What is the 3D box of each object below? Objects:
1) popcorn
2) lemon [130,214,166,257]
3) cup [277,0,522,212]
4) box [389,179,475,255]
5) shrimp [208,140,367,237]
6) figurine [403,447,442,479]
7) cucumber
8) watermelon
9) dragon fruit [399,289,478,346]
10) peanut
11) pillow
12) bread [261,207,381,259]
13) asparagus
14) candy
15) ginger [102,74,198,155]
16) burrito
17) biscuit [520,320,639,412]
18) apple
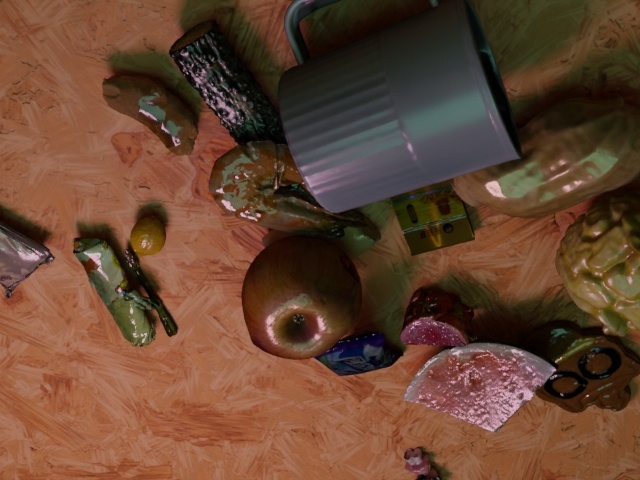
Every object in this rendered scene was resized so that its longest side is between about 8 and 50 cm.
[{"bbox_3d":[0.552,0.041,1.677,0.293,0.293,0.237,17,119,-11],"label":"popcorn"},{"bbox_3d":[-0.314,-0.005,1.777,0.065,0.065,0.092,18,120,-11],"label":"lemon"},{"bbox_3d":[0.104,-0.223,1.482,0.311,0.256,0.331,-19,125,17],"label":"cup"},{"bbox_3d":[0.191,-0.066,1.736,0.122,0.030,0.193,-15,124,13],"label":"box"},{"bbox_3d":[-0.042,-0.076,1.623,0.294,0.062,0.154,19,117,-28],"label":"shrimp"},{"bbox_3d":[0.221,0.516,2.153,0.072,0.054,0.129,-20,122,21],"label":"figurine"},{"bbox_3d":[-0.114,-0.193,1.611,0.096,0.096,0.359,-24,122,19],"label":"cucumber"},{"bbox_3d":[0.314,0.276,1.902,0.260,0.176,0.256,23,150,21],"label":"watermelon"},{"bbox_3d":[0.220,0.138,1.848,0.147,0.102,0.096,-5,121,9],"label":"dragon fruit"},{"bbox_3d":[0.385,-0.128,1.605,0.340,0.158,0.174,-27,142,25],"label":"peanut"},{"bbox_3d":[-0.631,-0.003,1.795,0.255,0.059,0.169,35,121,-24],"label":"pillow"},{"bbox_3d":[0.000,0.000,1.772,0.178,0.060,0.139,-34,118,24],"label":"bread"},{"bbox_3d":[-0.328,0.100,1.883,0.023,0.022,0.232,22,145,44],"label":"asparagus"},{"bbox_3d":[0.071,0.214,1.855,0.145,0.070,0.275,-16,163,8],"label":"candy"},{"bbox_3d":[-0.274,-0.214,1.617,0.095,0.069,0.190,-40,115,21],"label":"ginger"},{"bbox_3d":[-0.372,0.100,1.854,0.104,0.054,0.288,-1,130,25],"label":"burrito"},{"bbox_3d":[0.522,0.266,1.964,0.290,0.041,0.208,36,121,-22],"label":"biscuit"},{"bbox_3d":[-0.033,0.098,1.693,0.211,0.187,0.211,-1,128,-1],"label":"apple"}]
